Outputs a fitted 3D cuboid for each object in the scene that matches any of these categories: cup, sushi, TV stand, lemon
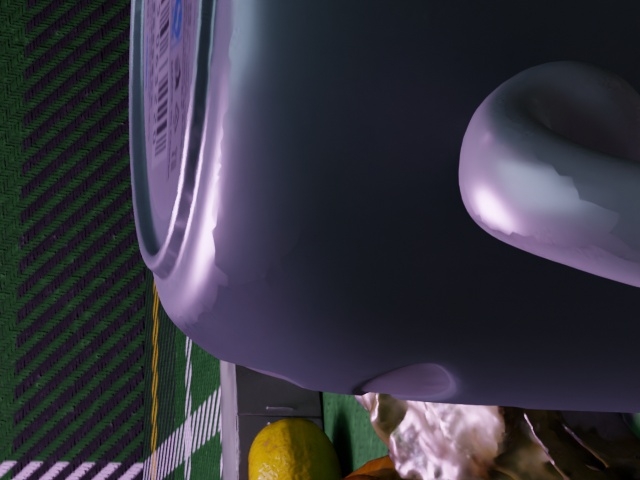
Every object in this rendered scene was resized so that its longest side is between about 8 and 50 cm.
[{"bbox_3d":[0.090,-0.053,0.533,0.357,0.274,0.259,-115,29,-67],"label":"cup"},{"bbox_3d":[0.070,0.016,0.810,0.139,0.131,0.291,-58,46,49],"label":"sushi"},{"bbox_3d":[-0.044,0.169,1.582,0.088,0.082,0.270,114,155,-65],"label":"TV stand"},{"bbox_3d":[-0.021,0.198,1.464,0.082,0.082,0.111,108,157,-51],"label":"lemon"}]

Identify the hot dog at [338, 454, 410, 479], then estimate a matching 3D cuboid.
[{"bbox_3d":[0.039,0.261,1.084,0.196,0.122,0.272,-102,20,-49],"label":"hot dog"}]
